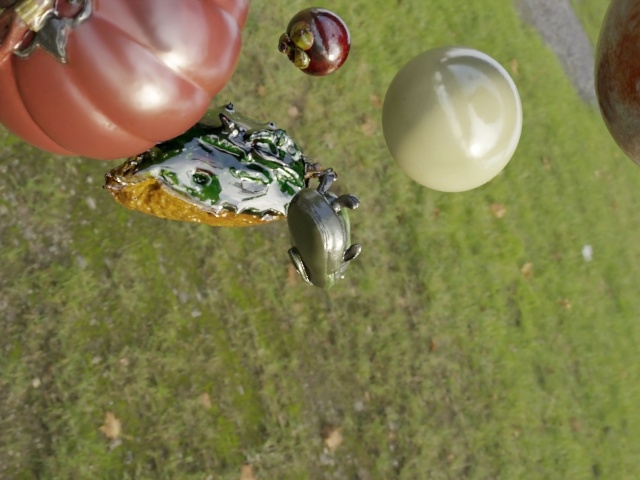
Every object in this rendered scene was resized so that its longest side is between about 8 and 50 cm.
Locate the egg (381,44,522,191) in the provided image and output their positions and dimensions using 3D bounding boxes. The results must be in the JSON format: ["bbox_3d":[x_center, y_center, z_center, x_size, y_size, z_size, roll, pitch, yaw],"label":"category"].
[{"bbox_3d":[0.177,-0.160,1.245,0.241,0.186,0.186,46,29,-69],"label":"egg"}]

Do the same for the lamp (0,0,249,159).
[{"bbox_3d":[-0.217,-0.229,0.909,0.257,0.303,0.303,31,43,-63],"label":"lamp"}]

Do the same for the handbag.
[{"bbox_3d":[0.000,0.000,0.732,0.072,0.047,0.111,48,-25,33],"label":"handbag"}]

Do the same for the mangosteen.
[{"bbox_3d":[-0.005,-0.225,1.061,0.081,0.081,0.081,44,34,-41],"label":"mangosteen"}]

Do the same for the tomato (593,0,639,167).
[{"bbox_3d":[0.455,-0.191,0.988,0.316,0.317,0.282,46,30,-39],"label":"tomato"}]

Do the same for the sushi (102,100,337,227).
[{"bbox_3d":[-0.126,-0.095,1.087,0.287,0.140,0.149,10,77,-35],"label":"sushi"}]
